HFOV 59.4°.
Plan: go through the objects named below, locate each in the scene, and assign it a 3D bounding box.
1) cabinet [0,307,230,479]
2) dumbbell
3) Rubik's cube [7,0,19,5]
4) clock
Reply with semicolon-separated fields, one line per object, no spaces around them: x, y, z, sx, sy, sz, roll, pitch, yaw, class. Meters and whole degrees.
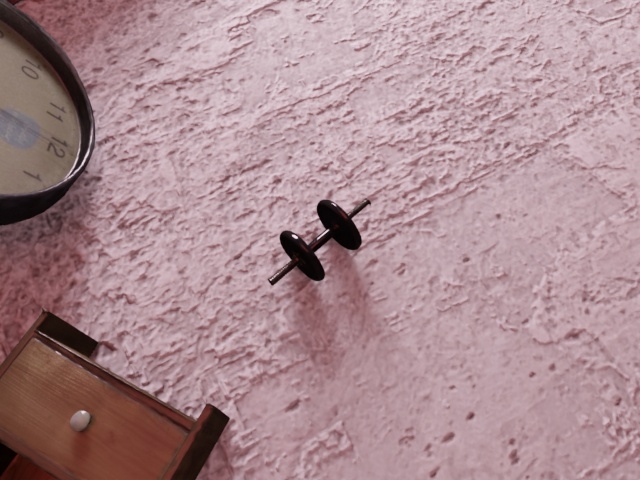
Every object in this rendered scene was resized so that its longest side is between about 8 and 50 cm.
-0.212;0.201;0.481;0.174;0.148;0.215;28;68;7;cabinet
0.000;0.000;0.618;0.147;0.069;0.069;-40;76;-18;dumbbell
-0.494;-0.362;0.736;0.178;0.211;0.191;27;93;30;Rubik's cube
-0.358;-0.148;0.561;0.055;0.280;0.281;-29;67;30;clock
